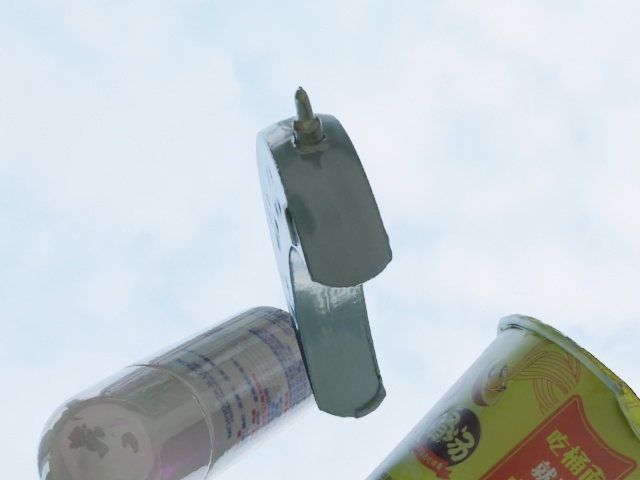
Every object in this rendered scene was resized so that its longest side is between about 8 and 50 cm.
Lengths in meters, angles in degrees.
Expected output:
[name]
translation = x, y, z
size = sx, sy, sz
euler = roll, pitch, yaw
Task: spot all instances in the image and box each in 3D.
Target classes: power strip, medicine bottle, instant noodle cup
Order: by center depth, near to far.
[power strip]
translation = 0.000, 0.000, 0.898
size = 0.054, 0.253, 0.167
euler = -16, -120, -7
[medicine bottle]
translation = -0.125, 0.161, 1.286
size = 0.130, 0.341, 0.130
euler = 6, -75, 25
[instant noodle cup]
translation = 0.192, 0.250, 1.316
size = 0.221, 0.311, 0.311
euler = -39, -104, -12
